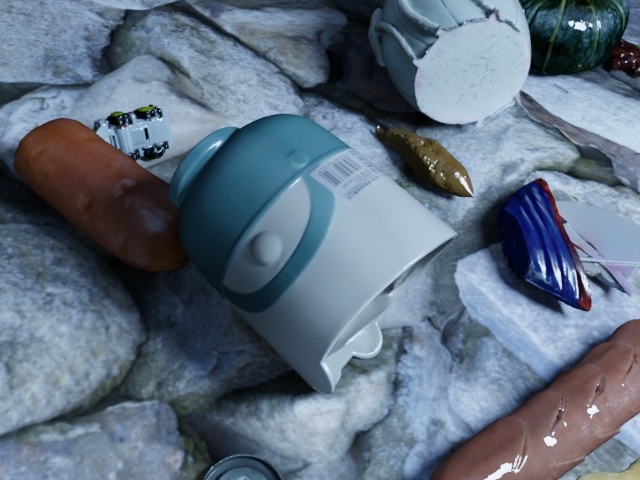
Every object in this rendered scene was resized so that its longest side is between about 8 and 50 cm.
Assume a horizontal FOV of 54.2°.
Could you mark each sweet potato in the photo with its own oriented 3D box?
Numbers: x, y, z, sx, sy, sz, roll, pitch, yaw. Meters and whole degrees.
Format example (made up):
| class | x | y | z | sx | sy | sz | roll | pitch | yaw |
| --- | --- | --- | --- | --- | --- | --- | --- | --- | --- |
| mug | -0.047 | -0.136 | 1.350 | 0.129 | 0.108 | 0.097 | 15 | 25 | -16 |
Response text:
| class | x | y | z | sx | sy | sz | roll | pitch | yaw |
| --- | --- | --- | --- | --- | --- | --- | --- | --- | --- |
| sweet potato | 0.158 | -0.128 | 0.954 | 0.068 | 0.060 | 0.206 | 10 | 25 | -50 |

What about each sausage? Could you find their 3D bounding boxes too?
| class | x | y | z | sx | sy | sz | roll | pitch | yaw |
| --- | --- | --- | --- | --- | --- | --- | --- | --- | --- |
| sausage | -0.254 | -0.050 | 0.771 | 0.259 | 0.113 | 0.113 | 35 | 52 | 17 |
| sausage | 0.281 | 0.186 | 0.687 | 0.433 | 0.088 | 0.088 | -24 | 58 | -28 |

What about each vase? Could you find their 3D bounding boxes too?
| class | x | y | z | sx | sy | sz | roll | pitch | yaw |
| --- | --- | --- | --- | --- | --- | --- | --- | --- | --- |
| vase | 0.201 | -0.400 | 1.096 | 0.250 | 0.250 | 0.445 | 0 | 45 | -11 |

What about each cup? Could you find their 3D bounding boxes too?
| class | x | y | z | sx | sy | sz | roll | pitch | yaw |
| --- | --- | --- | --- | --- | --- | --- | --- | --- | --- |
| cup | 0.000 | 0.000 | 0.705 | 0.257 | 0.219 | 0.290 | 42 | 17 | 13 |

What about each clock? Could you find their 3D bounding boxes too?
| class | x | y | z | sx | sy | sz | roll | pitch | yaw |
| --- | --- | --- | --- | --- | --- | --- | --- | --- | --- |
| clock | -0.075 | 0.249 | 0.603 | 0.085 | 0.017 | 0.085 | 5 | 48 | -6 |

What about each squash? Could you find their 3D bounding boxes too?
| class | x | y | z | sx | sy | sz | roll | pitch | yaw |
| --- | --- | --- | --- | --- | --- | --- | --- | --- | --- |
| squash | 0.453 | -0.427 | 1.191 | 0.252 | 0.165 | 0.252 | 0 | 58 | 0 |

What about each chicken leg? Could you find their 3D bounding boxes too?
| class | x | y | z | sx | sy | sz | roll | pitch | yaw |
| --- | --- | --- | --- | --- | --- | --- | --- | --- | --- |
| chicken leg | 0.578 | -0.399 | 1.277 | 0.089 | 0.048 | 0.219 | -31 | 60 | -30 |

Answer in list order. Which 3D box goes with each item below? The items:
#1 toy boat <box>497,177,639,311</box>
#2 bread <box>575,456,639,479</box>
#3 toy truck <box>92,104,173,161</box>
| class | x | y | z | sx | sy | sz | roll | pitch | yaw |
| --- | --- | --- | --- | --- | --- | --- | --- | --- | --- |
| toy boat | 0.389 | -0.013 | 0.894 | 0.318 | 0.072 | 0.219 | -16 | 57 | -27 |
| bread | 0.243 | 0.268 | 0.545 | 0.211 | 0.183 | 0.224 | 30 | 48 | 22 |
| toy truck | -0.274 | -0.153 | 0.887 | 0.111 | 0.076 | 0.077 | -19 | 31 | -28 |
